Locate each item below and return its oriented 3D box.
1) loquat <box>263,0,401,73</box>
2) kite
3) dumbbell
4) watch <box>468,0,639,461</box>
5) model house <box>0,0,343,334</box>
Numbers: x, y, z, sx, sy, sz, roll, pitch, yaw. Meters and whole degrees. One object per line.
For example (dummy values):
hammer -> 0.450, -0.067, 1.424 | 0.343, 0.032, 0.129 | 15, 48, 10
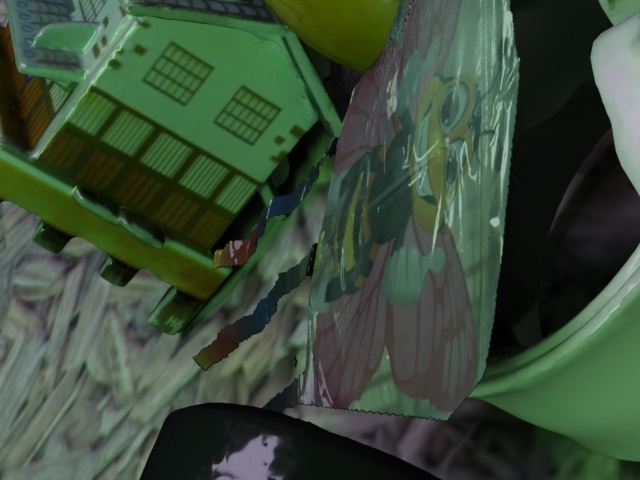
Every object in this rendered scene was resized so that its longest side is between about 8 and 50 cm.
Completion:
loquat -> 0.059, -0.191, 0.685 | 0.244, 0.244, 0.244 | -33, 39, 31
kite -> 0.004, 0.001, 0.597 | 0.360, 0.022, 0.204 | 142, 136, -63
dumbbell -> -0.029, 0.188, 0.531 | 0.152, 0.152, 0.218 | -6, 57, 50
watch -> 0.107, -0.020, 0.518 | 0.231, 0.196, 0.244 | -40, 37, 35
model house -> -0.113, -0.096, 0.848 | 0.215, 0.198, 0.224 | -51, 32, 17
